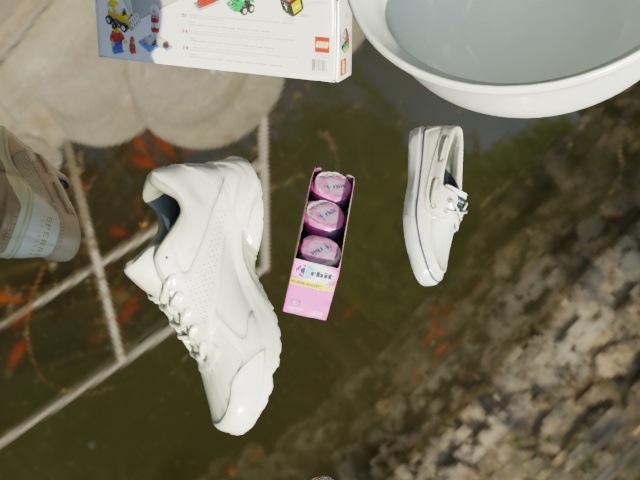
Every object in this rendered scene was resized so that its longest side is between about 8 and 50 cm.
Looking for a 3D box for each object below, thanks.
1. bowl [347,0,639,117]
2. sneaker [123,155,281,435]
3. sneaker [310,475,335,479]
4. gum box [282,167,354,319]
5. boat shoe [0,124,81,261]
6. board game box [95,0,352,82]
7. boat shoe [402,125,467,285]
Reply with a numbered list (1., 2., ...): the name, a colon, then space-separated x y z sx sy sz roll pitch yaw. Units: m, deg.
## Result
1. bowl: 0.178 -0.208 0.884 0.298 0.298 0.134 -42 148 -6
2. sneaker: -0.103 0.045 0.877 0.115 0.232 0.090 -1 163 -30
3. sneaker: 0.013 0.241 0.899 0.225 0.093 0.088 -15 158 36
4. gum box: 0.000 0.000 1.466 0.107 0.062 0.188 103 -2 -45
5. boat shoe: -0.381 -0.053 1.376 0.110 0.341 0.122 18 106 -28
6. board game box: -0.112 -0.287 1.194 0.053 0.305 0.193 -39 135 -59
7. boat shoe: 0.159 -0.053 1.450 0.076 0.226 0.083 -10 164 29
